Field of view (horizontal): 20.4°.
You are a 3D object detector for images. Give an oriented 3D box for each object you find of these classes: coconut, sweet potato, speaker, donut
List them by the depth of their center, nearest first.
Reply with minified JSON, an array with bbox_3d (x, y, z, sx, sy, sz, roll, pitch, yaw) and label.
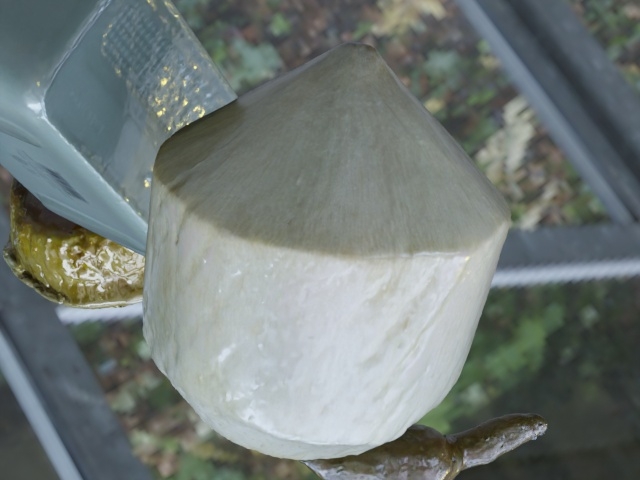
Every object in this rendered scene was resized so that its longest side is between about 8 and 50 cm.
[{"bbox_3d":[0.000,0.000,1.383,0.328,0.329,0.329,-28,156,-13],"label":"coconut"},{"bbox_3d":[-0.194,-0.123,1.554,0.183,0.184,0.406,-56,152,-11],"label":"speaker"},{"bbox_3d":[0.095,0.204,1.649,0.269,0.075,0.075,-6,146,-29],"label":"sweet potato"},{"bbox_3d":[-0.226,-0.067,2.082,0.330,0.330,0.160,-24,129,-22],"label":"donut"}]
